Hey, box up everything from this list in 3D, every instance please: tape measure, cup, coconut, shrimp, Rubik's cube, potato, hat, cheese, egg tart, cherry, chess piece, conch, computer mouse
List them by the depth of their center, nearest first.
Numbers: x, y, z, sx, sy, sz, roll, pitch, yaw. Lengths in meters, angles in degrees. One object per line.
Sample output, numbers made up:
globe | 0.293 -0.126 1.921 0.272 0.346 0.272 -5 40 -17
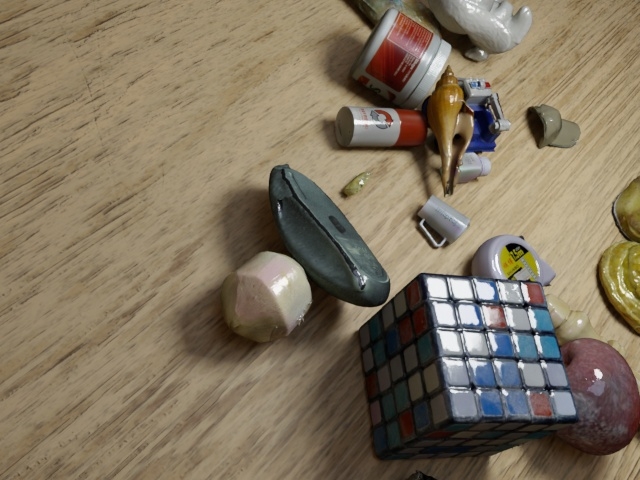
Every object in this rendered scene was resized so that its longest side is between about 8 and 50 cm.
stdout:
coconut | -0.109 0.117 1.404 0.171 0.171 0.183 41 50 1
Rubik's cube | 0.271 0.254 1.427 0.293 0.292 0.287 5 60 -21
computer mouse | -0.003 0.002 1.508 0.203 0.114 0.374 12 37 -56
cherry | 0.570 0.328 1.574 0.236 0.213 0.285 -37 93 -21
cheese | 0.089 -0.132 1.714 0.030 0.044 0.083 53 50 -10
chess piece | 0.661 0.277 1.714 0.397 0.117 0.117 42 53 5
tape measure | 0.442 0.074 1.732 0.196 0.105 0.178 -29 84 -33
cup | 0.285 -0.039 1.746 0.116 0.074 0.104 38 82 3
conch | 0.313 -0.268 1.796 0.109 0.093 0.330 2 90 -18
egg tart | 0.864 0.112 1.902 0.290 0.115 0.290 11 60 -19
potato | 0.987 -0.095 2.032 0.299 0.196 0.246 7 58 -20
shrimp | 0.174 -0.694 2.048 0.445 0.110 0.221 44 47 -1
hat | 0.678 -0.339 2.089 0.175 0.085 0.147 3 60 -23

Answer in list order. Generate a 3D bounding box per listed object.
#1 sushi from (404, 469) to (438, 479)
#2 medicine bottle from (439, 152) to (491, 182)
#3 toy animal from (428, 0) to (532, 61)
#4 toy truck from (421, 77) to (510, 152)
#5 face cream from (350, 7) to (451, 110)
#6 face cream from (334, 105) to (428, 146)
sushi | 0.180 0.509 1.359 0.078 0.090 0.150 29 52 -12
medicine bottle | 0.371 -0.185 1.858 0.118 0.074 0.055 -7 64 -27
toy animal | 0.421 -0.637 2.038 0.265 0.206 0.272 21 23 -42
toy truck | 0.381 -0.327 1.884 0.161 0.177 0.213 -6 66 -27
face cream | 0.200 -0.457 1.855 0.187 0.201 0.201 30 54 -8
face cream | 0.150 -0.277 1.793 0.214 0.096 0.096 -3 64 -27
